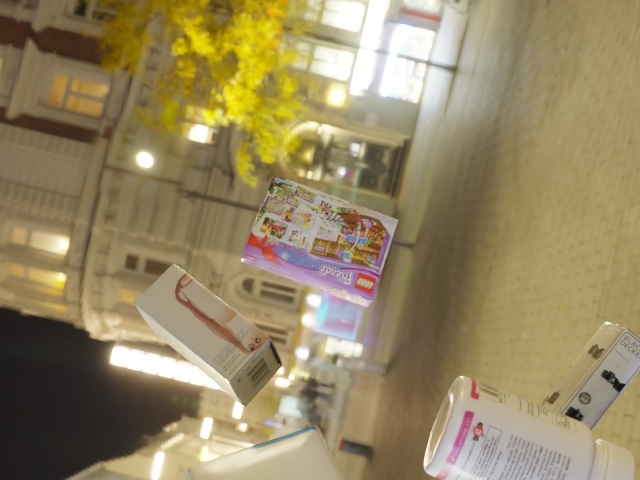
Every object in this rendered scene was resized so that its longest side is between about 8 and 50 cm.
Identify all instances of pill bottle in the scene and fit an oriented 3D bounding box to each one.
[{"bbox_3d":[0.314,0.329,1.404,0.160,0.283,0.160,21,-90,-87],"label":"pill bottle"}]

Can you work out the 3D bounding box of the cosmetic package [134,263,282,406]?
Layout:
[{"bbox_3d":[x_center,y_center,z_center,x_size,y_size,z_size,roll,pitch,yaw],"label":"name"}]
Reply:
[{"bbox_3d":[-0.238,0.200,1.975,0.129,0.296,0.153,-47,-26,-17],"label":"cosmetic package"}]

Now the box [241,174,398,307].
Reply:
[{"bbox_3d":[0.000,0.000,1.987,0.057,0.293,0.201,111,180,-64],"label":"box"}]

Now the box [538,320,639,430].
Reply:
[{"bbox_3d":[0.619,0.328,2.118,0.290,0.087,0.169,-52,0,-1],"label":"box"}]

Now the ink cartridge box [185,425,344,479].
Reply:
[{"bbox_3d":[-0.131,0.587,1.920,0.166,0.285,0.395,60,152,33],"label":"ink cartridge box"}]
